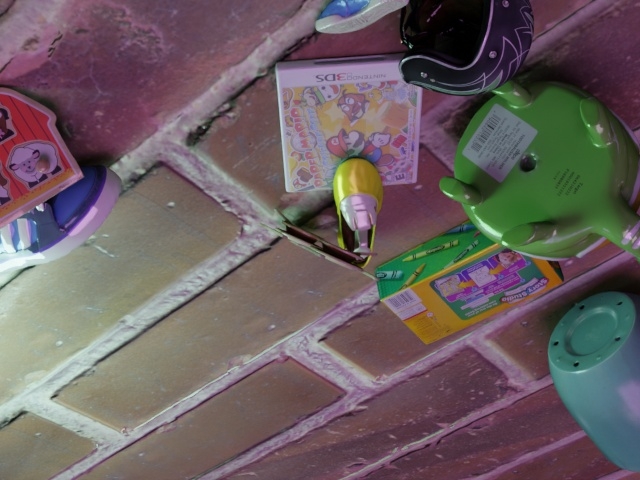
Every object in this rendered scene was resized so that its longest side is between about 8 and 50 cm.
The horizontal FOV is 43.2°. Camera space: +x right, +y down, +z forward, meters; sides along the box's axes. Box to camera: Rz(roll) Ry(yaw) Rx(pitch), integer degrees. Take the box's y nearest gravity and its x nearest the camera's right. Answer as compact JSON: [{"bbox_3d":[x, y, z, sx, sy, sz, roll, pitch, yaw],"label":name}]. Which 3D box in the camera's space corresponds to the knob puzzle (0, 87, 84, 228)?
[{"bbox_3d":[-0.448,-0.125,1.103,0.213,0.030,0.213,0,92,-8],"label":"knob puzzle"}]

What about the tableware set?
[{"bbox_3d":[0.000,0.000,1.266,0.128,0.194,0.039,23,92,-38],"label":"tableware set"}]

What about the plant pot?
[{"bbox_3d":[0.562,0.232,1.478,0.293,0.293,0.235,-37,111,27],"label":"plant pot"}]

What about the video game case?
[{"bbox_3d":[0.044,-0.168,1.191,0.206,0.026,0.227,-4,135,-1],"label":"video game case"}]

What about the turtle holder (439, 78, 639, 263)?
[{"bbox_3d":[0.355,-0.087,1.125,0.320,0.243,0.227,6,173,42],"label":"turtle holder"}]

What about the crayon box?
[{"bbox_3d":[0.256,0.061,1.402,0.278,0.081,0.165,-28,131,21],"label":"crayon box"}]

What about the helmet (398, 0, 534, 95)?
[{"bbox_3d":[0.185,-0.260,1.014,0.161,0.169,0.169,1,137,16],"label":"helmet"}]

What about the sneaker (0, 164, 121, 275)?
[{"bbox_3d":[-0.479,-0.069,1.160,0.322,0.130,0.236,-22,137,23],"label":"sneaker"}]

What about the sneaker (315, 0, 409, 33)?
[{"bbox_3d":[0.047,-0.320,1.024,0.058,0.085,0.152,-6,177,-38],"label":"sneaker"}]

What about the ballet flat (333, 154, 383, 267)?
[{"bbox_3d":[0.061,-0.034,1.263,0.077,0.077,0.231,-6,146,-2],"label":"ballet flat"}]
